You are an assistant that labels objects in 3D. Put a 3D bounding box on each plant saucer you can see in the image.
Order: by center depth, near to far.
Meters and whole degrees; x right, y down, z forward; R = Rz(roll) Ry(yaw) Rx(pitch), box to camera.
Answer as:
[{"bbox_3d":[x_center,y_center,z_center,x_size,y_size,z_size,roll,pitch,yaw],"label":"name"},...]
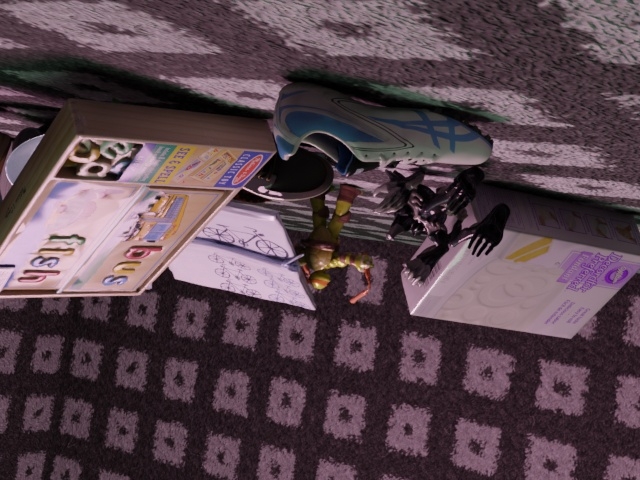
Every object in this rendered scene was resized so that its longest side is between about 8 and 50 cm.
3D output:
[{"bbox_3d":[-0.386,-0.122,1.564,0.195,0.037,0.195,-8,150,-5],"label":"plant saucer"}]

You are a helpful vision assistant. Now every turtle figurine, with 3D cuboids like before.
[{"bbox_3d":[0.000,0.000,1.936,0.087,0.217,0.269,11,177,-40],"label":"turtle figurine"}]

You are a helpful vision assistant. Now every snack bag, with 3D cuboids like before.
[{"bbox_3d":[-0.181,0.013,1.863,0.323,0.037,0.342,13,153,18],"label":"snack bag"}]

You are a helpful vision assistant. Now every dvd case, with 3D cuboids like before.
[{"bbox_3d":[-0.013,-0.123,1.575,0.087,0.013,0.119,8,176,22],"label":"dvd case"}]

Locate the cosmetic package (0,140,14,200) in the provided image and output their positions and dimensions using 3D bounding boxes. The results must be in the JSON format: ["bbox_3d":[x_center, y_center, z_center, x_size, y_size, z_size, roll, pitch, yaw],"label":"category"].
[{"bbox_3d":[-0.750,-0.144,2.091,0.365,0.155,0.197,7,178,5],"label":"cosmetic package"}]

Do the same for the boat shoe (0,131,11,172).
[{"bbox_3d":[-0.577,-0.137,1.625,0.110,0.122,0.341,19,-176,-28],"label":"boat shoe"}]

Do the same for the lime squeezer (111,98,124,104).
[{"bbox_3d":[-0.245,-0.156,1.415,0.110,0.059,0.310,40,172,-11],"label":"lime squeezer"}]

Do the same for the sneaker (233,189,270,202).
[{"bbox_3d":[-0.186,-0.107,1.823,0.221,0.083,0.087,11,-178,-6],"label":"sneaker"}]

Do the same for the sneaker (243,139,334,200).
[{"bbox_3d":[-0.086,-0.107,1.407,0.222,0.083,0.118,10,177,-6],"label":"sneaker"}]

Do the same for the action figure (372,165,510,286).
[{"bbox_3d":[0.150,-0.031,1.482,0.141,0.164,0.275,-36,-170,-20],"label":"action figure"}]

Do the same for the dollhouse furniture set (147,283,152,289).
[{"bbox_3d":[-0.414,-0.005,2.312,0.286,0.303,0.198,9,178,-12],"label":"dollhouse furniture set"}]

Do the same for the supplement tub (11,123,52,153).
[{"bbox_3d":[-0.419,-0.134,1.685,0.106,0.106,0.198,7,178,27],"label":"supplement tub"}]

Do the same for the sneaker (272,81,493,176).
[{"bbox_3d":[0.064,-0.101,1.035,0.237,0.086,0.085,8,176,-17],"label":"sneaker"}]

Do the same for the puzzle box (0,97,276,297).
[{"bbox_3d":[-0.273,-0.036,1.321,0.272,0.052,0.409,0,151,-37],"label":"puzzle box"}]

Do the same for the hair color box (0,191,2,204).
[{"bbox_3d":[-0.635,0.007,1.449,0.374,0.114,0.185,-19,172,37],"label":"hair color box"}]

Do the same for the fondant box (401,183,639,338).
[{"bbox_3d":[0.335,0.041,1.673,0.330,0.096,0.238,9,137,-23],"label":"fondant box"}]
